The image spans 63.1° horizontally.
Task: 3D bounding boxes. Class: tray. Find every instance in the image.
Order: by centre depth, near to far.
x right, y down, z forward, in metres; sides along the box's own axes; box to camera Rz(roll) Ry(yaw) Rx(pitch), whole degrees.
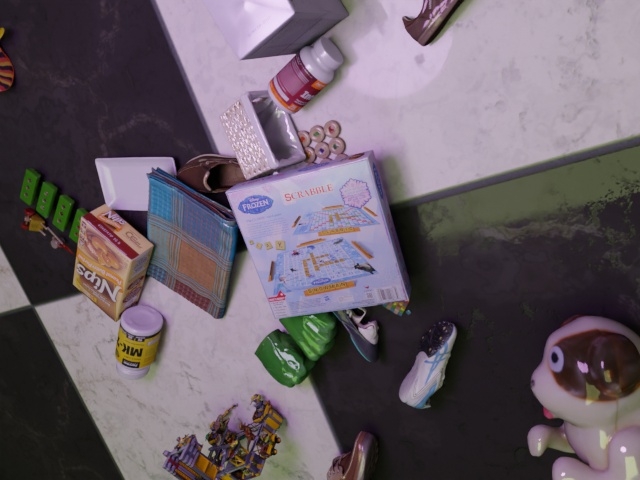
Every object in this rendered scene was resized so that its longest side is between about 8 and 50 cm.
[{"bbox_3d":[-0.475,-0.151,1.381,0.270,0.030,0.145,3,111,25],"label":"tray"}]

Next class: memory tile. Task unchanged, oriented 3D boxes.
[{"bbox_3d":[0.010,-0.180,1.142,0.113,0.012,0.148,-11,105,30],"label":"memory tile"}]

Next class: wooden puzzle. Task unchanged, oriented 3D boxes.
[{"bbox_3d":[0.173,0.143,1.197,0.083,0.006,0.049,30,120,13],"label":"wooden puzzle"}]

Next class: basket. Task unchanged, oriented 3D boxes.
[{"bbox_3d":[-0.126,-0.225,1.125,0.103,0.113,0.167,-21,93,37],"label":"basket"}]

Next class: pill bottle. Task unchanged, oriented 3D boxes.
[{"bbox_3d":[-0.030,-0.334,1.054,0.152,0.086,0.086,-35,93,33],"label":"pill bottle"},{"bbox_3d":[-0.544,0.307,1.552,0.119,0.119,0.208,28,120,14],"label":"pill bottle"}]

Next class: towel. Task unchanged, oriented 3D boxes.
[{"bbox_3d":[-0.340,0.023,1.341,0.271,0.040,0.370,30,132,14],"label":"towel"}]

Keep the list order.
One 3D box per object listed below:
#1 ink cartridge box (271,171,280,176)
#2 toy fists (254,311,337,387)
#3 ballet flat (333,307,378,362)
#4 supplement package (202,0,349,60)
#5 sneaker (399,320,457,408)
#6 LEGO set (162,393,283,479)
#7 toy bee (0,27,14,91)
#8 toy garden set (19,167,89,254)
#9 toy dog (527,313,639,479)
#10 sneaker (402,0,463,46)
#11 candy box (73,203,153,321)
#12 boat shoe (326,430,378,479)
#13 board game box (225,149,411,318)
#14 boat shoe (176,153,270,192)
[{"bbox_3d":[-0.038,-0.077,1.161,0.181,0.061,0.104,34,123,-1],"label":"ink cartridge box"},{"bbox_3d":[-0.051,0.258,1.304,0.142,0.096,0.279,48,124,19],"label":"toy fists"},{"bbox_3d":[0.090,0.194,1.224,0.074,0.074,0.203,-36,90,33],"label":"ballet flat"},{"bbox_3d":[-0.074,-0.427,0.944,0.139,0.244,0.134,-28,97,31],"label":"supplement package"},{"bbox_3d":[0.256,0.281,1.179,0.086,0.085,0.237,16,116,-10],"label":"sneaker"},{"bbox_3d":[-0.281,0.546,1.442,0.192,0.255,0.331,45,132,-16],"label":"LEGO set"},{"bbox_3d":[-0.914,-0.552,1.381,0.195,0.162,0.298,9,139,14],"label":"toy bee"},{"bbox_3d":[-0.792,-0.069,1.563,0.244,0.049,0.204,37,120,8],"label":"toy garden set"},{"bbox_3d":[0.562,0.324,0.927,0.395,0.284,0.408,-43,89,20],"label":"toy dog"},{"bbox_3d":[0.216,-0.434,0.904,0.071,0.066,0.188,44,122,5],"label":"sneaker"},{"bbox_3d":[-0.588,0.071,1.462,0.183,0.087,0.316,40,133,7],"label":"candy box"},{"bbox_3d":[0.071,0.632,1.385,0.116,0.123,0.324,20,116,20],"label":"boat shoe"},{"bbox_3d":[0.000,0.000,1.109,0.319,0.066,0.318,-10,111,20],"label":"board game box"},{"bbox_3d":[-0.250,-0.156,1.229,0.257,0.095,0.095,-5,108,28],"label":"boat shoe"}]
